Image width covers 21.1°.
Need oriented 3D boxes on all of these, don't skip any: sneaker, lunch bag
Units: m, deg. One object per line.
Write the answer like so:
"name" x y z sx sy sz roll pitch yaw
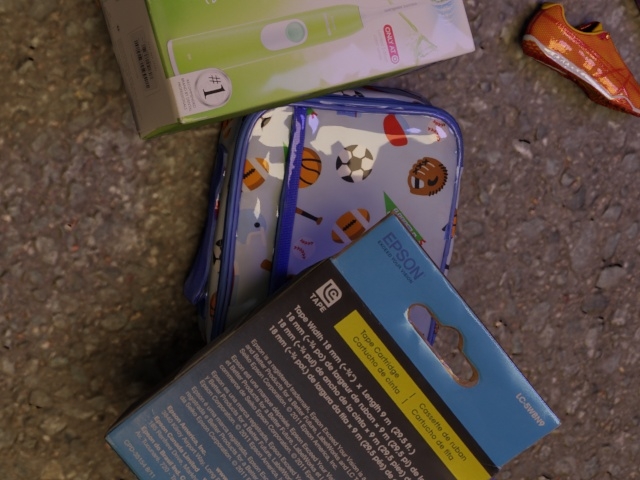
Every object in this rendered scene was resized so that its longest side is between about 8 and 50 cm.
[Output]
"sneaker" 0.277 -0.175 1.698 0.175 0.064 0.067 33 86 -30
"lunch bag" 0.000 0.000 1.634 0.243 0.115 0.303 3 108 -19

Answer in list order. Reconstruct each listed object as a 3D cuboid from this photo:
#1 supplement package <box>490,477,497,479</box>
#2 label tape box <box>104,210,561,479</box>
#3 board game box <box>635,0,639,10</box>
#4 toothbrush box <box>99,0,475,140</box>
"supplement package" 0.028 0.324 1.729 0.177 0.175 0.293 20 101 -25
"label tape box" 0.013 0.158 1.537 0.333 0.106 0.241 -38 92 12
"board game box" 0.413 -0.276 1.719 0.208 0.056 0.347 -36 118 -9
"toothbrush box" -0.037 -0.221 1.474 0.283 0.122 0.206 -15 92 -24
